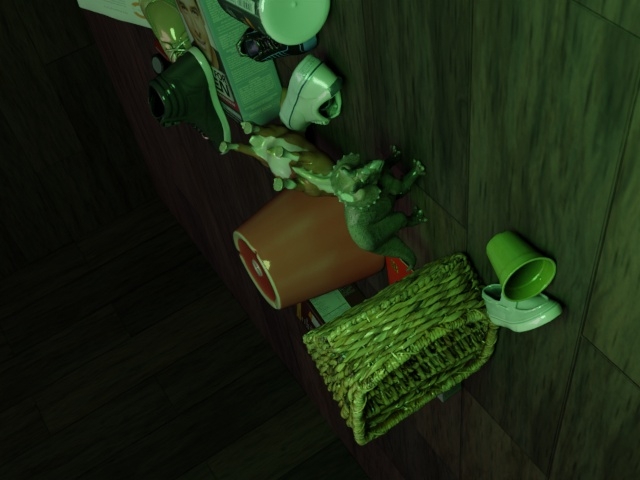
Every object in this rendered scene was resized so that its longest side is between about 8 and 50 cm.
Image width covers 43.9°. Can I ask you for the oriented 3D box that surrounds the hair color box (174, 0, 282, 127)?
[{"bbox_3d":[-0.201,-0.434,1.656,0.185,0.114,0.374,41,155,50],"label":"hair color box"}]

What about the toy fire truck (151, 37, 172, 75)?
[{"bbox_3d":[-0.322,-0.476,1.950,0.217,0.158,0.246,47,141,23],"label":"toy fire truck"}]

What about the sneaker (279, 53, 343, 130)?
[{"bbox_3d":[-0.013,-0.247,1.459,0.091,0.094,0.258,41,170,4],"label":"sneaker"}]

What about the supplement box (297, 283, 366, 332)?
[{"bbox_3d":[0.045,0.199,2.006,0.194,0.129,0.191,54,164,21],"label":"supplement box"}]

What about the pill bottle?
[{"bbox_3d":[-0.096,-0.420,1.328,0.246,0.130,0.130,42,157,49],"label":"pill bottle"}]

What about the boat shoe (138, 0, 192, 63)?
[{"bbox_3d":[-0.297,-0.434,1.773,0.302,0.109,0.098,52,-155,-49],"label":"boat shoe"}]

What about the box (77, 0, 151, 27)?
[{"bbox_3d":[-0.427,-0.651,1.703,0.215,0.168,0.345,18,154,7],"label":"box"}]

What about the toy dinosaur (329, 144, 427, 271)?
[{"bbox_3d":[0.094,-0.058,1.335,0.121,0.160,0.313,48,160,37],"label":"toy dinosaur"}]

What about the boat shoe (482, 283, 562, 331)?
[{"bbox_3d":[0.294,0.090,1.182,0.063,0.066,0.184,60,174,-5],"label":"boat shoe"}]

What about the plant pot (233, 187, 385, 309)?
[{"bbox_3d":[-0.037,0.006,1.703,0.275,0.243,0.275,53,164,23],"label":"plant pot"}]

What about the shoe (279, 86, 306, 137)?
[{"bbox_3d":[-0.051,-0.234,1.680,0.219,0.058,0.076,85,-178,-48],"label":"shoe"}]

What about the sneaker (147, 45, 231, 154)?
[{"bbox_3d":[-0.294,-0.278,1.750,0.104,0.147,0.295,48,163,33],"label":"sneaker"}]

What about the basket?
[{"bbox_3d":[0.158,0.183,1.318,0.223,0.299,0.213,62,163,1],"label":"basket"}]

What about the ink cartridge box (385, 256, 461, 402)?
[{"bbox_3d":[0.192,0.169,1.632,0.239,0.060,0.275,45,159,39],"label":"ink cartridge box"}]

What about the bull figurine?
[{"bbox_3d":[-0.045,-0.149,1.518,0.310,0.188,0.101,30,105,40],"label":"bull figurine"}]

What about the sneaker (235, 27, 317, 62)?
[{"bbox_3d":[-0.084,-0.366,1.458,0.081,0.090,0.232,65,164,-17],"label":"sneaker"}]

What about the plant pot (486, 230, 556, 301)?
[{"bbox_3d":[0.273,0.029,1.113,0.083,0.083,0.079,77,169,-47],"label":"plant pot"}]
